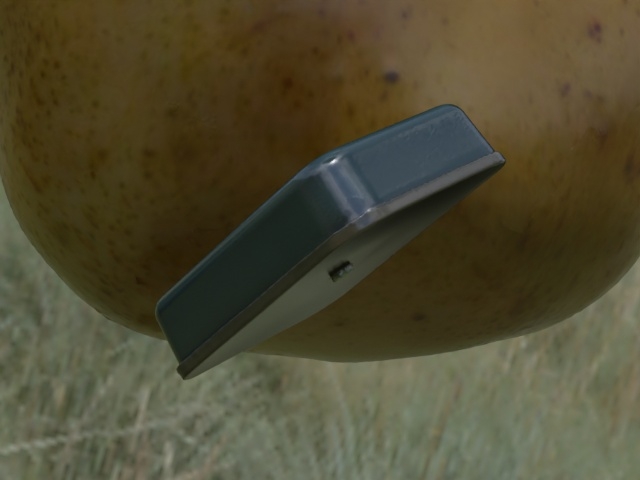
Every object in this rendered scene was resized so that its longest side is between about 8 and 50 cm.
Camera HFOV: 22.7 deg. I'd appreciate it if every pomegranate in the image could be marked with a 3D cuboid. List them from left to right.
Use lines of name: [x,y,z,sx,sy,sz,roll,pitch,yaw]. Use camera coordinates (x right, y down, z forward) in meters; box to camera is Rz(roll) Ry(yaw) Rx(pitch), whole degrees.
pomegranate: [0.001,-0.112,0.872,0.416,0.417,0.416,15,6,-2]

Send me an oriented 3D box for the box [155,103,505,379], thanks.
box: [0.000,0.000,0.561,0.091,0.126,0.031,-25,79,-43]
